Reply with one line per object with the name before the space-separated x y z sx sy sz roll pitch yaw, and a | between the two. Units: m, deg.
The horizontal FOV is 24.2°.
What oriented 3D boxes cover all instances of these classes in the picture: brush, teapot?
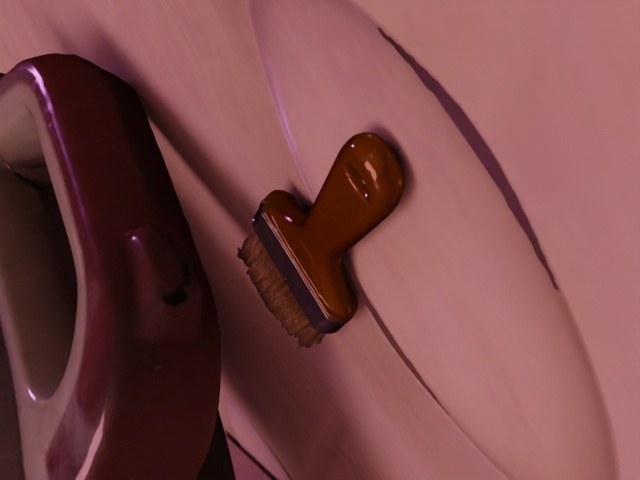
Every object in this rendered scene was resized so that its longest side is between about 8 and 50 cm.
brush | 0.000 0.000 0.402 0.043 0.014 0.170 57 166 5
teapot | -0.129 0.077 0.617 0.312 0.233 0.315 54 131 50

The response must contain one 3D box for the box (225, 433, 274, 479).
box | -0.078 0.168 0.815 0.033 0.129 0.247 64 166 -14
